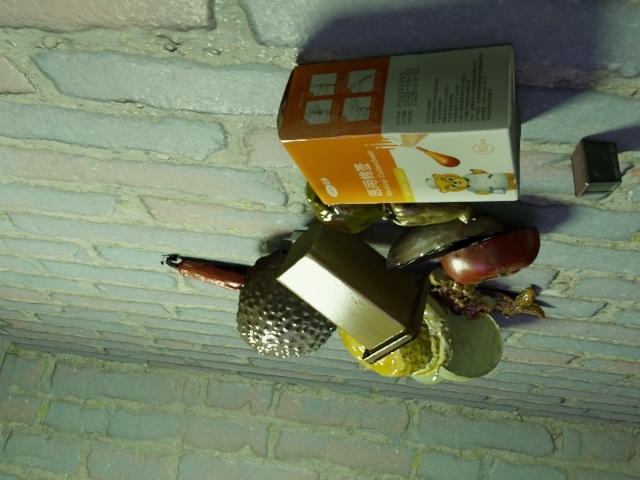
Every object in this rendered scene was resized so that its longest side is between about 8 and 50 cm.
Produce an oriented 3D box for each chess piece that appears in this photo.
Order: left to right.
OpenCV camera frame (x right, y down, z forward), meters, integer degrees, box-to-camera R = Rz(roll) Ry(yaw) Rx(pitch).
[{"bbox_3d":[0.396,0.355,2.152,0.234,0.234,0.442,10,161,-3],"label":"chess piece"}]

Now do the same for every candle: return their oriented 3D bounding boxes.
[{"bbox_3d":[-0.317,0.091,1.955,0.301,0.084,0.059,14,126,2],"label":"candle"}]

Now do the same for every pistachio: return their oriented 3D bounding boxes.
[{"bbox_3d":[0.058,-0.074,1.357,0.189,0.100,0.110,24,157,-31],"label":"pistachio"}]

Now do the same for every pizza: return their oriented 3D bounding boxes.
[{"bbox_3d":[0.370,0.155,1.801,0.161,0.086,0.305,4,156,39],"label":"pizza"}]

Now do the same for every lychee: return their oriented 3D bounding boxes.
[{"bbox_3d":[-0.083,0.171,1.766,0.300,0.300,0.300,7,158,3],"label":"lychee"}]

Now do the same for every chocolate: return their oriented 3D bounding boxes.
[{"bbox_3d":[0.256,-0.009,1.460,0.161,0.083,0.261,-9,169,-40],"label":"chocolate"}]

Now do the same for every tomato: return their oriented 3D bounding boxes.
[{"bbox_3d":[0.365,0.039,1.433,0.225,0.085,0.225,-14,171,-2],"label":"tomato"}]

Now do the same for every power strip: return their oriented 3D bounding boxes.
[{"bbox_3d":[0.000,0.000,1.653,0.191,0.030,0.047,2,156,15],"label":"power strip"}]

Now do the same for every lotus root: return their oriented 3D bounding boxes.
[{"bbox_3d":[0.215,-0.073,1.327,0.190,0.094,0.108,1,179,-4],"label":"lotus root"}]

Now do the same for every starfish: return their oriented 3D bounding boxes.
[{"bbox_3d":[0.533,0.175,1.880,0.227,0.043,0.240,8,155,-3],"label":"starfish"}]

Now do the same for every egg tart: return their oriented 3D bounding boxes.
[{"bbox_3d":[0.180,0.244,1.843,0.388,0.169,0.388,28,143,24],"label":"egg tart"}]

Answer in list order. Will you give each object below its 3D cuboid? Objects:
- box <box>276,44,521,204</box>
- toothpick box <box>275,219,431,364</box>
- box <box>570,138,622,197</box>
[{"bbox_3d":[0.131,-0.166,1.051,0.341,0.143,0.225,-1,156,20],"label":"box"},{"bbox_3d":[0.073,0.104,1.562,0.308,0.190,0.187,38,136,-13],"label":"toothpick box"},{"bbox_3d":[0.461,-0.119,1.130,0.063,0.085,0.060,2,157,1],"label":"box"}]
